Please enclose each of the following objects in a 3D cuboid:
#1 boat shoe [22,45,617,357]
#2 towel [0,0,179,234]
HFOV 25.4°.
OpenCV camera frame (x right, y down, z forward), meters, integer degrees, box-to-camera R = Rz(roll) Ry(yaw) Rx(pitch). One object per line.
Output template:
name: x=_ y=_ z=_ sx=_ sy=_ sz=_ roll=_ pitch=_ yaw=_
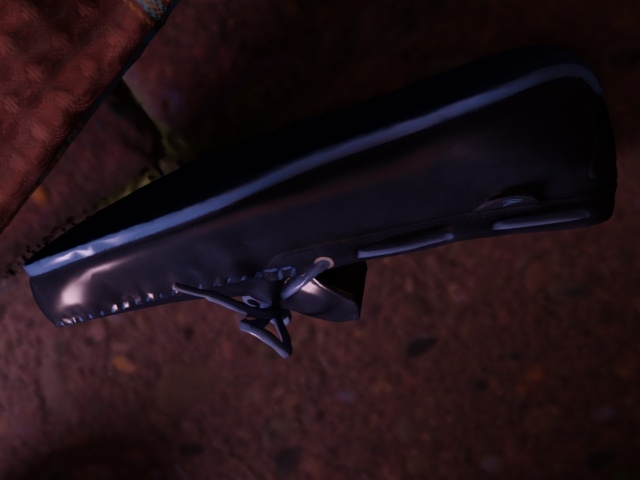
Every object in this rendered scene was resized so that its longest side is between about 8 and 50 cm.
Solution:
boat shoe: x=0.000 y=0.000 z=0.598 sx=0.258 sy=0.109 sz=0.089 roll=-17 pitch=107 yaw=16
towel: x=-0.255 y=-0.129 z=0.520 sx=0.370 sy=0.040 sz=0.271 roll=38 pitch=102 yaw=-4
